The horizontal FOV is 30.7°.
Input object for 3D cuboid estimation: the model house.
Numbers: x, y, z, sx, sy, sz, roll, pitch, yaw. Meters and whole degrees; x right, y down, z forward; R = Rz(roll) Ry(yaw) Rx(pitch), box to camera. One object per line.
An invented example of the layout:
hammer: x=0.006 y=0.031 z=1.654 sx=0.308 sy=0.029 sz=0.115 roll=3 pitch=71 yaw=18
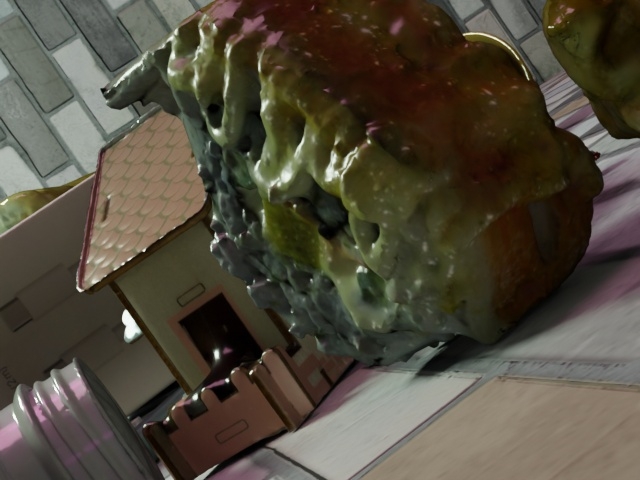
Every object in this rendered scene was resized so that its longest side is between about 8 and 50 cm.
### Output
model house: x=-0.072 y=0.006 z=0.890 sx=0.169 sy=0.244 sz=0.326 roll=-31 pitch=5 yaw=29

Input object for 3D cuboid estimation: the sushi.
sushi: x=0.015 y=-0.050 z=0.650 sx=0.139 sy=0.274 sz=0.184 roll=-33 pitch=-24 yaw=-31

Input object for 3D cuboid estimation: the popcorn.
popcorn: x=0.209 y=-0.108 z=0.589 sx=0.168 sy=0.174 sz=0.195 roll=-10 pitch=2 yaw=22

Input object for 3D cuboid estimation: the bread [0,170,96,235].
bread: x=-0.209 y=0.050 z=1.362 sx=0.210 sy=0.300 sz=0.341 roll=-32 pitch=-2 yaw=16

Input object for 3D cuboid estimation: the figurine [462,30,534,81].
figurine: x=0.176 y=-0.149 z=1.501 sx=0.192 sy=0.167 sz=0.257 roll=3 pitch=38 yaw=41

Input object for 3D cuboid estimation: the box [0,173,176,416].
box: x=-0.242 y=0.083 z=1.087 sx=0.251 sy=0.203 sz=0.106 roll=-36 pitch=5 yaw=-20

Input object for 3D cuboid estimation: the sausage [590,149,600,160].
sausage: x=0.138 y=-0.019 z=0.989 sx=0.253 sy=0.034 sz=0.034 roll=-32 pitch=3 yaw=42

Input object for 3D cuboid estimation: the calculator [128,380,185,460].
calculator: x=-0.192 y=0.199 z=1.083 sx=0.185 sy=0.041 sz=0.299 roll=-32 pitch=5 yaw=39

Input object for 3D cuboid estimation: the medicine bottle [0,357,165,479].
medicine bottle: x=-0.254 y=0.207 z=0.717 sx=0.324 sy=0.124 sz=0.179 roll=-33 pitch=-17 yaw=-6
